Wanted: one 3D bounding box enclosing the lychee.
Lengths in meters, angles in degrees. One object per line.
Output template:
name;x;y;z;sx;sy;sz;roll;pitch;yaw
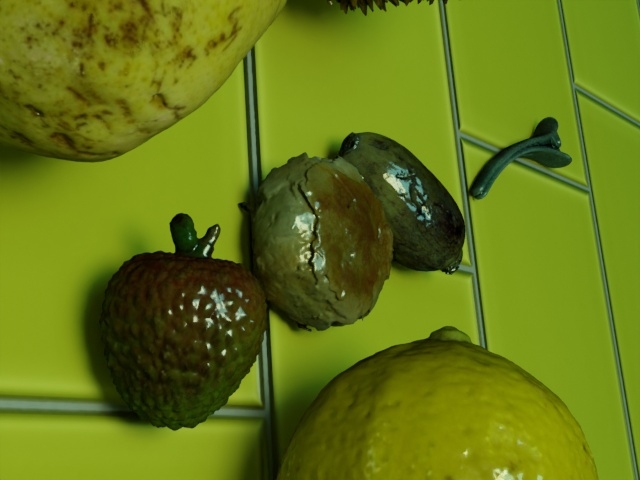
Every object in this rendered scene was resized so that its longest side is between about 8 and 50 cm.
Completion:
lychee;-0.093;0.055;0.621;0.114;0.114;0.147;15;82;-45

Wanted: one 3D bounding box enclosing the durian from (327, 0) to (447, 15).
durian;0.072;-0.376;0.753;0.384;0.347;0.348;90;3;-65

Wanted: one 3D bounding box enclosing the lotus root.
lotus root;0.082;-0.033;0.876;0.179;0.080;0.089;48;44;-26

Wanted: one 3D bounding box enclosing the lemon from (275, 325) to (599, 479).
lemon;0.081;0.219;0.659;0.245;0.245;0.320;25;64;-41

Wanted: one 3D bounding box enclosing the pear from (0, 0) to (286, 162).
pear;-0.149;-0.184;0.542;0.271;0.271;0.271;21;61;-43

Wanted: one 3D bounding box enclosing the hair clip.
hair clip;0.241;-0.099;1.125;0.229;0.039;0.070;-24;94;-45

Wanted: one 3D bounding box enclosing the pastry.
pastry;0.004;0.001;0.774;0.153;0.081;0.153;27;53;-42
